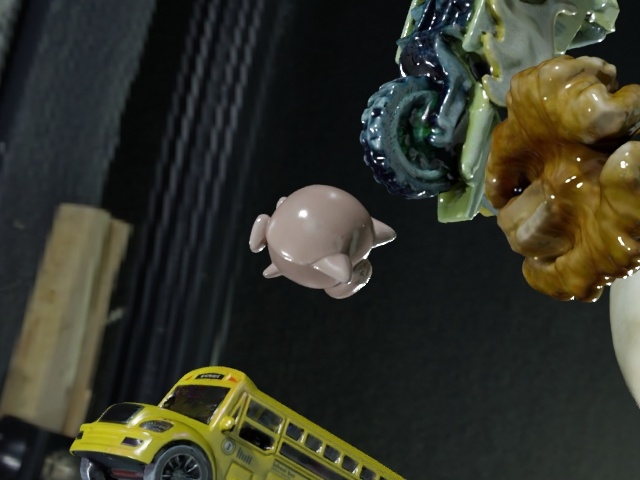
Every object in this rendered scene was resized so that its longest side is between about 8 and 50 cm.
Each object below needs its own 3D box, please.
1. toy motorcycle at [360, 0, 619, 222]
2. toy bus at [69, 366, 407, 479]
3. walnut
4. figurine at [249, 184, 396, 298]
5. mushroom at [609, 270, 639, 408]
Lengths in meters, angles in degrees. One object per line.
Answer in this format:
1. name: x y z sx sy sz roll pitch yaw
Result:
1. toy motorcycle: 0.187 -0.200 1.668 0.237 0.169 0.410 36 -113 -27
2. toy bus: -0.066 0.225 1.485 0.331 0.145 0.151 35 -111 -30
3. walnut: 0.163 -0.040 0.968 0.069 0.170 0.143 -17 -104 -23
4. figurine: 0.000 0.000 1.757 0.125 0.138 0.125 -53 -25 -38
5. mushroom: 0.479 0.084 1.549 0.353 0.325 0.353 36 -141 -37
